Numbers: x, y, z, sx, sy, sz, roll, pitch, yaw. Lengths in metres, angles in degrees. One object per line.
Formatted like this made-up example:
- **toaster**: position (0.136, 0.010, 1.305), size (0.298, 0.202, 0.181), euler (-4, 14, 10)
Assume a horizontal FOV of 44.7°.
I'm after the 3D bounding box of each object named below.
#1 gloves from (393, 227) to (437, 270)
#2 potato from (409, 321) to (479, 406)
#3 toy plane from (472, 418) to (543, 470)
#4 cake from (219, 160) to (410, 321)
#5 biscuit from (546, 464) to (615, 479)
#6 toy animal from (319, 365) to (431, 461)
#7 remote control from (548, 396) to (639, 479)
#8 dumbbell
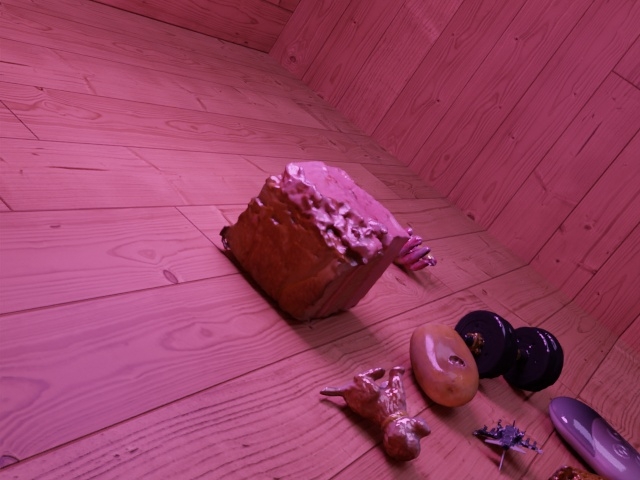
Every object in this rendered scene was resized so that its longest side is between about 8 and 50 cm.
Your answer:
- **gloves**: position (0.271, 0.031, 2.463), size (0.145, 0.126, 0.241), euler (52, 5, -33)
- **potato**: position (0.292, 0.297, 1.841), size (0.150, 0.146, 0.234), euler (-11, 43, 0)
- **toy plane**: position (0.439, 0.454, 1.807), size (0.160, 0.082, 0.234), euler (13, 13, 19)
- **cake**: position (0.000, 0.000, 1.836), size (0.314, 0.293, 0.307), euler (50, 26, 22)
- **biscuit**: position (0.677, 0.605, 1.815), size (0.378, 0.094, 0.054), euler (25, 22, -29)
- **toy animal**: position (0.108, 0.352, 1.519), size (0.184, 0.104, 0.185), euler (-7, 57, -22)
- **remote control**: position (0.738, 0.540, 2.052), size (0.221, 0.103, 0.332), euler (13, 27, -52)
- **dumbbell**: position (0.509, 0.304, 2.115), size (0.388, 0.185, 0.185), euler (18, 25, -38)
